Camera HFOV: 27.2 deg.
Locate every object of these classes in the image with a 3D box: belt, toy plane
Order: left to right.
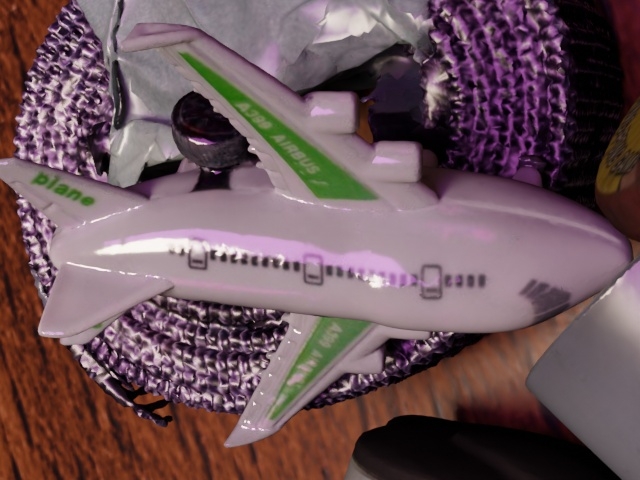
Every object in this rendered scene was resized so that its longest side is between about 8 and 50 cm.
[{"bbox_3d":[-0.011,-0.047,0.679,0.325,0.122,0.260,-21,84,27],"label":"belt"},{"bbox_3d":[0.000,-0.004,0.556,0.255,0.251,0.101,-2,48,6],"label":"toy plane"}]

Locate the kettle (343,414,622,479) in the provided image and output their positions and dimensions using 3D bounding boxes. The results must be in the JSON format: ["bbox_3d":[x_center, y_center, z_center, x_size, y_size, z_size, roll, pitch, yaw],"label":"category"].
[{"bbox_3d":[0.081,0.208,0.592,0.221,0.161,0.236,-165,82,-66],"label":"kettle"}]

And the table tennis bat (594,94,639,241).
[{"bbox_3d":[0.241,-0.159,0.458,0.051,0.268,0.414,40,90,-1],"label":"table tennis bat"}]

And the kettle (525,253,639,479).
[{"bbox_3d":[0.242,0.075,0.523,0.210,0.160,0.243,-42,74,-2],"label":"kettle"}]
